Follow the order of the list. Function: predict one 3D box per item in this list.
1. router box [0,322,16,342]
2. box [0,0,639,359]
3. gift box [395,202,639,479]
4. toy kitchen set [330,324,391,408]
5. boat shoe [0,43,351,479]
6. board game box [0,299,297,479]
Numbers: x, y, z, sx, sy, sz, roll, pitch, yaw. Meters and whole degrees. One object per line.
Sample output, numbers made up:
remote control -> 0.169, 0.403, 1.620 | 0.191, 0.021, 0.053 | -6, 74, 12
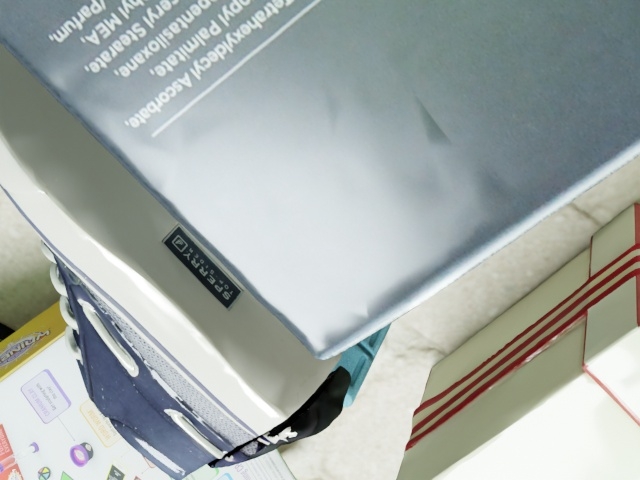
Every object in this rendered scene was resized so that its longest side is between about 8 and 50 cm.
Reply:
router box -> -0.394, 0.136, 0.975 | 0.309, 0.081, 0.243 | 31, 116, -11
box -> -0.037, -0.202, 0.532 | 0.212, 0.293, 0.395 | -36, 109, 22
gift box -> 0.241, 0.153, 0.836 | 0.276, 0.255, 0.258 | 42, 115, -10
toy kitchen set -> 0.000, 0.000, 0.811 | 0.207, 0.122, 0.166 | 44, 139, -17
boat shoe -> -0.146, 0.022, 0.786 | 0.340, 0.127, 0.158 | 51, 131, -3
board game box -> -0.199, 0.194, 0.894 | 0.316, 0.064, 0.242 | -37, 115, -21
